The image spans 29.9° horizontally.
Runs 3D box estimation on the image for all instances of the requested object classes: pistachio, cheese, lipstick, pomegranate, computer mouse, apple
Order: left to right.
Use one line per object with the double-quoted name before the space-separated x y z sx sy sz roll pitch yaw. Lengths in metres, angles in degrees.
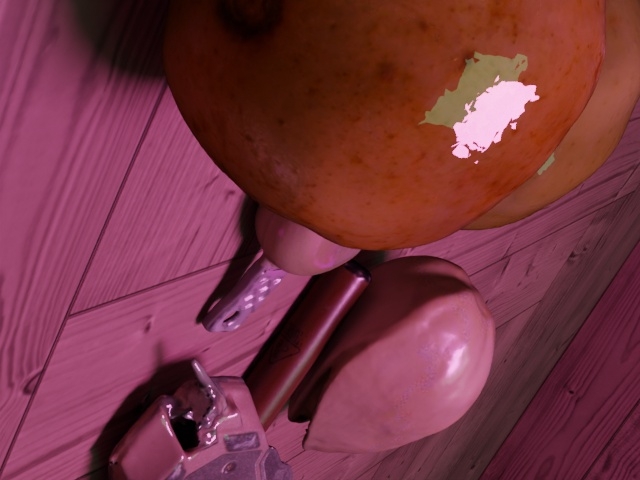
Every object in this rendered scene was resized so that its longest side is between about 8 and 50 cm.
"computer mouse" -0.142 0.243 1.264 0.199 0.115 0.389 -30 140 -27
"lipstick" -0.060 0.170 1.392 0.357 0.057 0.057 -55 160 7
"cheese" -0.013 -0.011 1.149 0.286 0.082 0.163 -47 156 23
"pomegranate" 0.040 -0.141 0.777 0.307 0.307 0.307 -44 159 -22
"pistachio" 0.078 0.154 1.466 0.226 0.208 0.332 -14 157 -45
"apple" 0.222 -0.185 1.368 0.320 0.312 0.360 -8 -164 44
